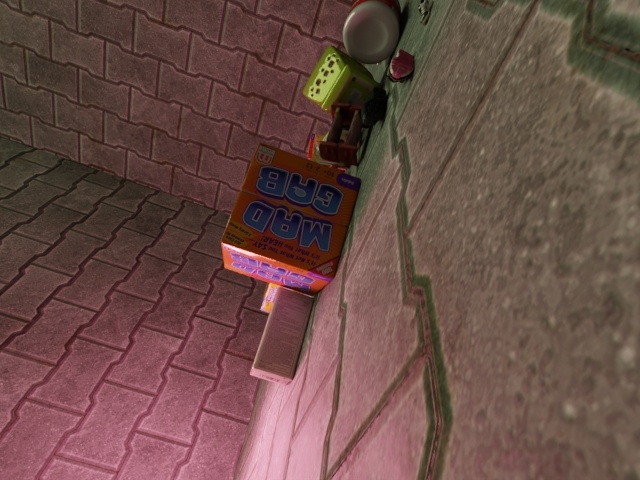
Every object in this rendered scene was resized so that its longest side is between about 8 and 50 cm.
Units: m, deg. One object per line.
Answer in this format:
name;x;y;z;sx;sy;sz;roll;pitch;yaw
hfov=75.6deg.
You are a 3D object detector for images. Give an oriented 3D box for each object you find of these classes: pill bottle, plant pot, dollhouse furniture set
pill bottle;0.230;-0.940;1.770;0.408;0.228;0.229;-76;7;-46
plant pot;0.098;-0.621;1.700;0.228;0.227;0.207;-54;43;25
dollhouse furniture set;0.106;-0.362;1.687;0.374;0.152;0.202;74;-149;-68

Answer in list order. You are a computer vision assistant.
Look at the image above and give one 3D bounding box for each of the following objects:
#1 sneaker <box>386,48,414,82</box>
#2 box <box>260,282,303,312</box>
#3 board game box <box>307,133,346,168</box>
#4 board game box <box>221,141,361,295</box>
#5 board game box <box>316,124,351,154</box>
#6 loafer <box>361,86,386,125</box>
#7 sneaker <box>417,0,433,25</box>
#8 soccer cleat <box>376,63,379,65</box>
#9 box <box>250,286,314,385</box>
sneaker;0.215;-0.463;1.134;0.171;0.063;0.075;-69;2;-48
box;-0.174;0.201;2.154;0.279;0.176;0.290;-92;22;-70
board game box;0.039;-0.429;1.998;0.045;0.193;0.147;27;-109;-86
board game box;-0.111;-0.051;1.437;0.356;0.355;0.357;124;164;-70
board game box;0.082;-0.452;1.864;0.170;0.141;0.048;-46;60;37
loafer;0.178;-0.437;1.385;0.078;0.076;0.223;107;-177;-45
sneaker;0.285;-0.636;1.146;0.032;0.036;0.084;129;157;-71
soccer cleat;0.295;-0.916;2.105;0.083;0.029;0.036;-87;20;-56
box;-0.136;0.342;1.492;0.121;0.147;0.311;116;173;-58
